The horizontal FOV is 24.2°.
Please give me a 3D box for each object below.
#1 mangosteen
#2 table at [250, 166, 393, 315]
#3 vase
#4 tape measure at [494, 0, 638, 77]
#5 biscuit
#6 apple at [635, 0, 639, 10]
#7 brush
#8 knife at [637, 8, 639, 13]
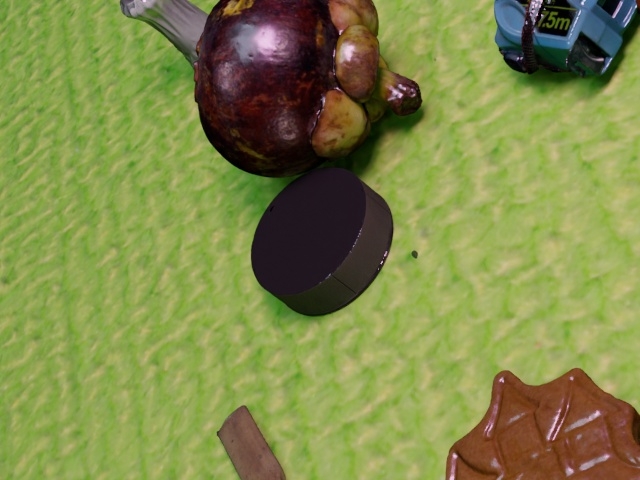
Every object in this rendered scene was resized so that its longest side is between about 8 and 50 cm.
[{"bbox_3d":[-0.010,-0.151,1.391,0.217,0.192,0.192,7,62,9],"label":"mangosteen"},{"bbox_3d":[0.000,0.000,1.356,0.133,0.043,0.133,-24,48,29],"label":"table"},{"bbox_3d":[-0.145,-0.227,1.580,0.081,0.148,0.081,-24,48,30],"label":"vase"},{"bbox_3d":[0.209,-0.208,1.280,0.125,0.081,0.146,21,82,55],"label":"tape measure"},{"bbox_3d":[0.159,0.177,1.081,0.182,0.034,0.215,-36,42,18],"label":"biscuit"},{"bbox_3d":[0.350,-0.220,1.060,0.272,0.206,0.252,10,72,46],"label":"apple"},{"bbox_3d":[-0.036,0.219,1.237,0.043,0.036,0.248,-42,41,5],"label":"brush"},{"bbox_3d":[0.330,-0.284,1.267,0.222,0.021,0.045,-55,39,4],"label":"knife"}]
